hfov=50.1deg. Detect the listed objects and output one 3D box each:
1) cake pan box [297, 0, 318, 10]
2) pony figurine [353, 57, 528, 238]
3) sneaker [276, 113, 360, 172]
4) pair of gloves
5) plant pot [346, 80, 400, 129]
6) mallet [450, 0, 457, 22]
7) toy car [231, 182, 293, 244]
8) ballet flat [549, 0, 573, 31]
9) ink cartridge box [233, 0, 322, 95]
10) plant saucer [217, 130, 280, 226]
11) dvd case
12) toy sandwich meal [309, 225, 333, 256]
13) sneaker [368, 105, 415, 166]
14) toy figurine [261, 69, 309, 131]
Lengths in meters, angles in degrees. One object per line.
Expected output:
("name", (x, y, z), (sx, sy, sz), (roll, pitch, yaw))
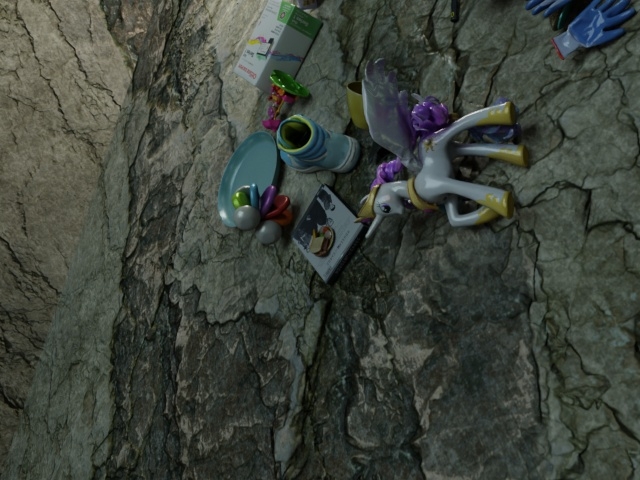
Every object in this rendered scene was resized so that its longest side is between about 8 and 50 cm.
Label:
("cake pan box", (-0.058, -0.903, 2.129), (0.070, 0.267, 0.246), (-5, 62, 8))
("pony figurine", (0.230, -0.181, 1.409), (0.363, 0.303, 0.351), (-2, 79, 36))
("sneaker", (-0.061, -0.267, 1.841), (0.319, 0.208, 0.127), (7, 80, 54))
("pair of gloves", (0.487, -0.449, 1.301), (0.159, 0.023, 0.198), (-30, 73, 16))
("plant pot", (0.124, -0.334, 1.720), (0.134, 0.134, 0.095), (-130, 41, -50))
("mallet", (0.321, -0.618, 1.672), (0.062, 0.039, 0.189), (-2, 75, 51))
("toy car", (-0.156, -0.091, 1.906), (0.136, 0.182, 0.159), (-44, 28, 24))
("ballet flat", (0.489, -0.516, 1.363), (0.067, 0.073, 0.206), (27, 87, 21))
("ink cartridge box", (-0.143, -0.618, 2.199), (0.278, 0.117, 0.201), (-61, 36, 12))
("plant saucer", (-0.219, -0.188, 2.149), (0.317, 0.044, 0.317), (-27, 53, 42))
("dvd case", (0.018, -0.020, 1.768), (0.179, 0.029, 0.238), (-58, 38, 15))
("toy sandwich meal", (0.000, 0.000, 1.729), (0.085, 0.029, 0.085), (-27, 53, 42))
("sneaker", (0.178, -0.253, 1.661), (0.170, 0.051, 0.089), (-26, 53, 49))
("toy figurine", (-0.131, -0.417, 2.095), (0.159, 0.130, 0.173), (-62, 34, 26))
